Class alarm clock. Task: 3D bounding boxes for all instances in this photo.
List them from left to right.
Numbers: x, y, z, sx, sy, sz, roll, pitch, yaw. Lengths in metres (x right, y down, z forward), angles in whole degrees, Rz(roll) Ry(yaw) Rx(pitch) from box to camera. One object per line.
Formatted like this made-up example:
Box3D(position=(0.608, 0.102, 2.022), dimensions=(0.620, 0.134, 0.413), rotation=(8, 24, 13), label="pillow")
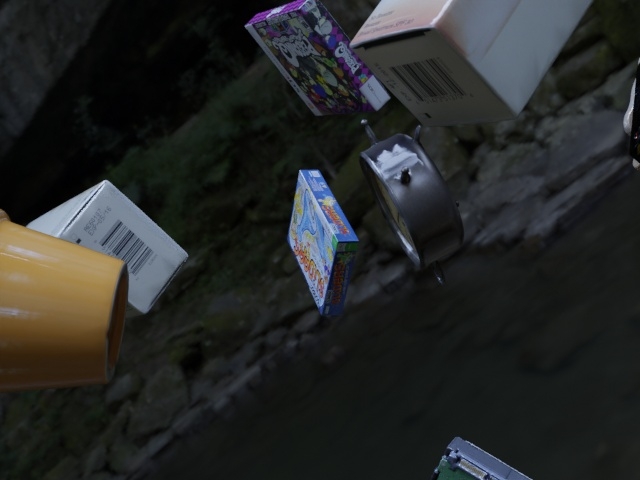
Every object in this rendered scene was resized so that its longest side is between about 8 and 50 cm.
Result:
Box3D(position=(0.098, -0.027, 0.944), dimensions=(0.064, 0.192, 0.129), rotation=(-26, 39, -5), label="alarm clock")

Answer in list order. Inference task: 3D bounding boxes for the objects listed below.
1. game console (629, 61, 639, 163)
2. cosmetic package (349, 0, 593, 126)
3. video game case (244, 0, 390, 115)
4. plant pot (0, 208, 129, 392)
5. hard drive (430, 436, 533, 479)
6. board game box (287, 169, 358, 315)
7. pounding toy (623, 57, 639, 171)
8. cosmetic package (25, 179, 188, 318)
Box3D(position=(0.478, -0.229, 1.091), dimensions=(0.044, 0.213, 0.361), rotation=(114, 168, -73), label="game console")
Box3D(position=(0.182, -0.265, 0.929), dimensions=(0.296, 0.129, 0.153), rotation=(-55, 25, -17), label="cosmetic package")
Box3D(position=(-0.009, -0.301, 1.581), dimensions=(0.042, 0.210, 0.232), rotation=(-47, 23, -15), label="video game case")
Box3D(position=(-0.301, 0.073, 0.971), dimensions=(0.205, 0.187, 0.205), rotation=(-172, 90, -85), label="plant pot")
Box3D(position=(0.262, 0.519, 1.578), dimensions=(0.064, 0.236, 0.339), rotation=(-33, -35, -54), label="hard drive")
Box3D(position=(0.000, 0.000, 1.448), dimensions=(0.201, 0.035, 0.136), rotation=(-118, 32, -51), label="board game box")
Box3D(position=(0.622, -0.216, 1.590), dimensions=(0.155, 0.154, 0.270), rotation=(-19, 51, 68), label="pounding toy")
Box3D(position=(-0.339, 0.034, 1.350), dimensions=(0.309, 0.160, 0.113), rotation=(-14, 36, 54), label="cosmetic package")
